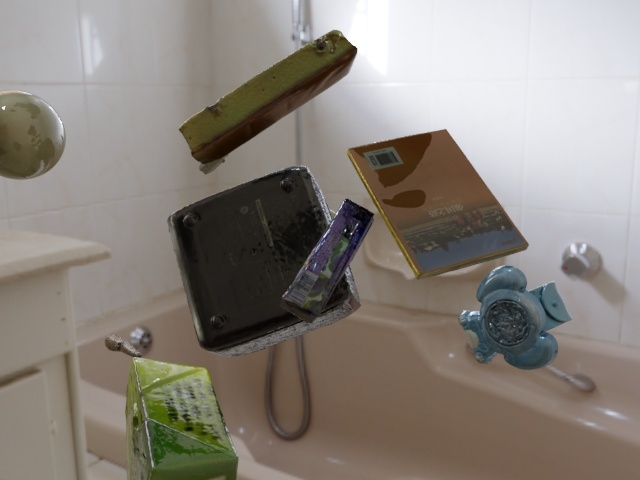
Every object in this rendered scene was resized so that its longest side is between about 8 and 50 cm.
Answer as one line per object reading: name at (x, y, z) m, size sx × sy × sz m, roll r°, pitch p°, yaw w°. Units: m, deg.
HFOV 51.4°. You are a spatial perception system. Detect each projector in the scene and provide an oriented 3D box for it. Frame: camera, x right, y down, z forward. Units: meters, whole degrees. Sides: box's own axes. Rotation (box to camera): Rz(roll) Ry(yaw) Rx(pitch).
projector at (-0.142, 0.057, 1.722) m, size 0.405 × 0.395 × 0.242 m, roll -20°, pitch -19°, yaw 4°

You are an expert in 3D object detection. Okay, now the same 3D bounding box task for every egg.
egg at (-0.631, -0.219, 1.383) m, size 0.186 × 0.186 × 0.241 m, roll -3°, pitch 6°, yaw -8°

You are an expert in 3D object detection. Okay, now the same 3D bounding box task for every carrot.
carrot at (-0.554, 0.302, 1.874) m, size 0.049 × 0.049 × 0.254 m, roll -9°, pitch 8°, yaw -36°

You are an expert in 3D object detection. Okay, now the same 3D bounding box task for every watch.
watch at (0.405, 0.159, 1.366) m, size 0.211 × 0.211 × 0.193 m, roll 7°, pitch 5°, yaw 34°

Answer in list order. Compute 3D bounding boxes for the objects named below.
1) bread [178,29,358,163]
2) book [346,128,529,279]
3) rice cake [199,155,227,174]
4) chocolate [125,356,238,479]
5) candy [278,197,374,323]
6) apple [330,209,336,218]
bread at (-0.097, -0.273, 1.273) m, size 0.361 × 0.077 × 0.138 m, roll -33°, pitch -1°, yaw -1°
book at (0.246, -0.094, 1.446) m, size 0.262 × 0.028 × 0.374 m, roll -13°, pitch 54°, yaw -18°
rice cake at (-0.336, -0.284, 2.199) m, size 0.057 × 0.052 × 0.256 m, roll -17°, pitch -6°, yaw -34°
chocolate at (-0.222, 0.373, 1.025) m, size 0.137 × 0.301 × 0.289 m, roll 0°, pitch 21°, yaw -21°
candy at (0.020, 0.043, 1.469) m, size 0.088 × 0.061 × 0.312 m, roll 30°, pitch 58°, yaw 4°
apple at (0.000, 0.000, 1.999) m, size 0.200 × 0.200 × 0.200 m, roll -1°, pitch 12°, yaw 0°
